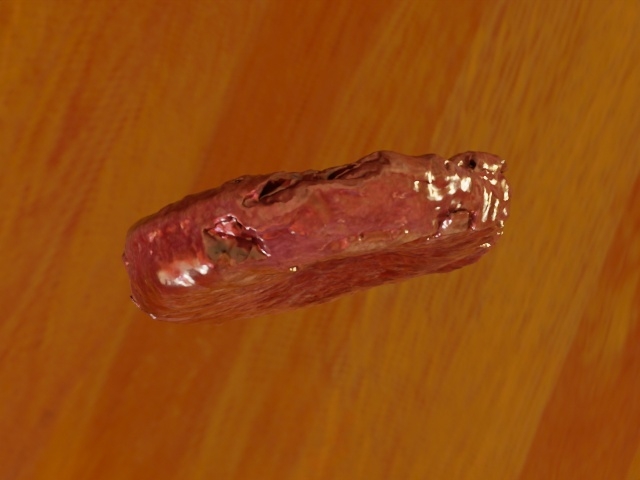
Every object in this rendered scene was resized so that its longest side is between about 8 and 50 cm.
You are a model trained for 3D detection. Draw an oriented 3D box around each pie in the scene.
[{"bbox_3d":[0.000,0.000,0.618,0.154,0.153,0.038,-11,80,4],"label":"pie"}]
